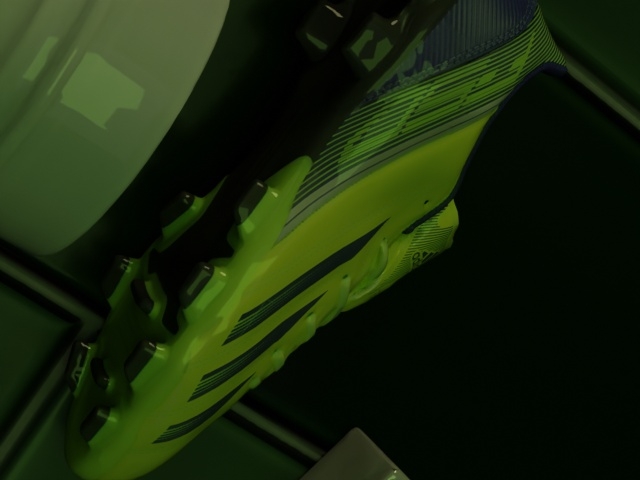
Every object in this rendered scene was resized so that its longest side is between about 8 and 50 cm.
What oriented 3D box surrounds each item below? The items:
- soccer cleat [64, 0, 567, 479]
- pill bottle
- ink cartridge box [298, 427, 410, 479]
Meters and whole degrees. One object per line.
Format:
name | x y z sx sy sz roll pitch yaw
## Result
soccer cleat | 0.001 0.000 0.680 0.121 0.093 0.289 37 90 -30
pill bottle | -0.182 -0.120 0.546 0.283 0.161 0.161 33 91 -23
ink cartridge box | 0.043 0.192 0.758 0.104 0.060 0.180 -43 113 -6
